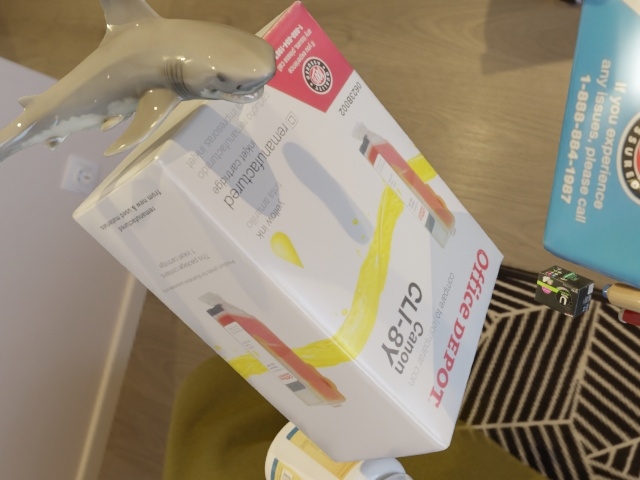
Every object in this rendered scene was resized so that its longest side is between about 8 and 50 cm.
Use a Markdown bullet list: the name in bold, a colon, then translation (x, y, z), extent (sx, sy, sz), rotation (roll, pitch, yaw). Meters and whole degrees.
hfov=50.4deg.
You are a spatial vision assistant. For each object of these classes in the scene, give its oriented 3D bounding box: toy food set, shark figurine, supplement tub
- **toy food set**: translation (0.545, 0.091, 1.095), extent (0.104, 0.232, 0.111), rotation (19, 94, 64)
- **shark figurine**: translation (-0.166, -0.127, 0.490), extent (0.278, 0.116, 0.166), rotation (-17, 31, 12)
- **supplement tub**: translation (0.032, 0.348, 0.969), extent (0.200, 0.144, 0.144), rotation (23, 95, 44)

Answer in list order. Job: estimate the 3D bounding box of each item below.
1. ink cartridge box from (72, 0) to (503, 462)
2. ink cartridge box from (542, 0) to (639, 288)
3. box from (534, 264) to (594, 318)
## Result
- **ink cartridge box**: translation (0.000, 0.000, 0.705), extent (0.160, 0.384, 0.279), rotation (-22, 28, 43)
- **ink cartridge box**: translation (0.295, -0.078, 0.209), extent (0.395, 0.166, 0.285), rotation (30, 121, 53)
- **box**: translation (0.441, 0.091, 1.230), extent (0.083, 0.052, 0.062), rotation (27, 125, 44)
